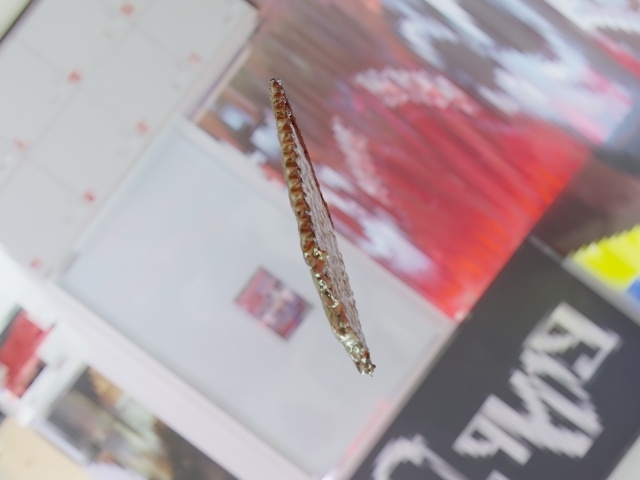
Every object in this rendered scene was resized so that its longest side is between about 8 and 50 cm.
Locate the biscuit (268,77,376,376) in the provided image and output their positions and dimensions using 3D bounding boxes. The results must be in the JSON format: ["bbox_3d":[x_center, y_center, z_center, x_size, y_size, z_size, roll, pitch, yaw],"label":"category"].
[{"bbox_3d":[0.001,0.000,1.171,0.016,0.144,0.203,-18,-145,3],"label":"biscuit"}]
